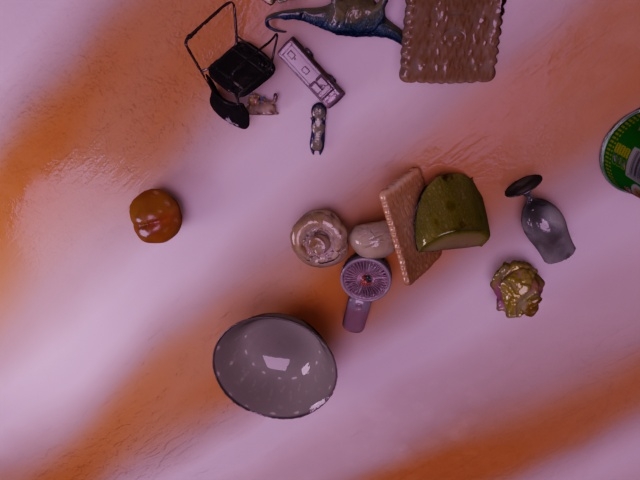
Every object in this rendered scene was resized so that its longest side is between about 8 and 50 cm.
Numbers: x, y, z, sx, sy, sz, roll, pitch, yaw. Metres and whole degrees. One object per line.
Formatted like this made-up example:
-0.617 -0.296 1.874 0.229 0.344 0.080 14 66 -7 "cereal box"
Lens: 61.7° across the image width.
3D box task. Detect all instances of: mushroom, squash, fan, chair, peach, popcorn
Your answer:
0.000 0.000 1.325 0.154 0.122 0.154 2 111 5 "mushroom"
0.314 -0.060 1.223 0.192 0.085 0.183 -7 103 -16 "squash"
0.108 0.140 1.401 0.130 0.074 0.244 12 118 3 "fan"
-0.180 -0.369 1.173 0.140 0.221 0.145 40 73 15 "chair"
-0.417 -0.060 1.363 0.138 0.138 0.138 4 116 8 "peach"
0.478 0.118 1.303 0.126 0.126 0.145 6 107 16 "popcorn"

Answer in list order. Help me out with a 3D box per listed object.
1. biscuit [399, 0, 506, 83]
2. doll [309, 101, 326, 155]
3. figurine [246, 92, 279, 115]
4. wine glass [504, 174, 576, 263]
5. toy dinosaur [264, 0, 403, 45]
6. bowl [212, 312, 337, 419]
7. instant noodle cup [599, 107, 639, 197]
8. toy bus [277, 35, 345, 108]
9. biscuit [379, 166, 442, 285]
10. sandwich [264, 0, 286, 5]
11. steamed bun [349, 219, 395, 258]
0.270 -0.479 1.069 0.217 0.044 0.324 -3 116 -7 "biscuit"
-0.006 -0.259 1.252 0.037 0.027 0.125 3 116 0 "doll"
-0.137 -0.315 1.243 0.084 0.047 0.050 4 101 15 "figurine"
0.509 -0.045 1.234 0.093 0.093 0.202 -27 109 20 "wine glass"
0.066 -0.471 1.110 0.363 0.076 0.147 8 129 -1 "toy dinosaur"
-0.112 0.310 1.473 0.338 0.157 0.336 3 116 7 "bowl"
0.702 -0.150 1.071 0.207 0.232 0.206 4 115 8 "instant noodle cup"
-0.020 -0.366 1.179 0.057 0.072 0.172 -40 104 20 "toy bus"
0.215 -0.033 1.266 0.030 0.160 0.249 5 123 45 "biscuit"
-0.115 -0.600 1.076 0.090 0.088 0.244 -11 117 24 "sandwich"
0.136 0.000 1.296 0.130 0.112 0.090 -11 91 -10 "steamed bun"
